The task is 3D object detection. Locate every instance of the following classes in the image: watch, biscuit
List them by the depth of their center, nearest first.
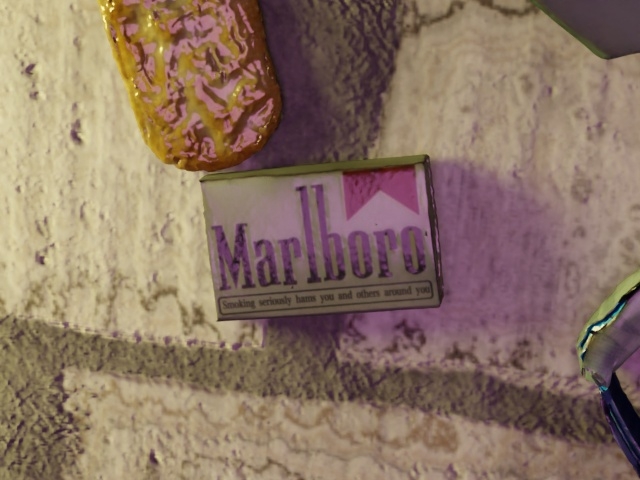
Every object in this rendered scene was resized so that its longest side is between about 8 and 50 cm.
[{"bbox_3d":[0.348,0.107,1.301,0.276,0.068,0.274,-33,93,15],"label":"watch"},{"bbox_3d":[-0.106,-0.172,1.355,0.118,0.029,0.247,-15,98,14],"label":"biscuit"}]

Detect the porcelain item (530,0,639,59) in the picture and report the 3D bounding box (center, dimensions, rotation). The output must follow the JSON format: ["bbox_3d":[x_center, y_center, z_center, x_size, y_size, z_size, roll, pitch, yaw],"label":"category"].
[{"bbox_3d":[0.212,-0.261,1.052,0.281,0.157,0.286,33,136,-26],"label":"porcelain item"}]

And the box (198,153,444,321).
[{"bbox_3d":[0.000,0.000,1.366,0.177,0.036,0.115,-5,100,13],"label":"box"}]
